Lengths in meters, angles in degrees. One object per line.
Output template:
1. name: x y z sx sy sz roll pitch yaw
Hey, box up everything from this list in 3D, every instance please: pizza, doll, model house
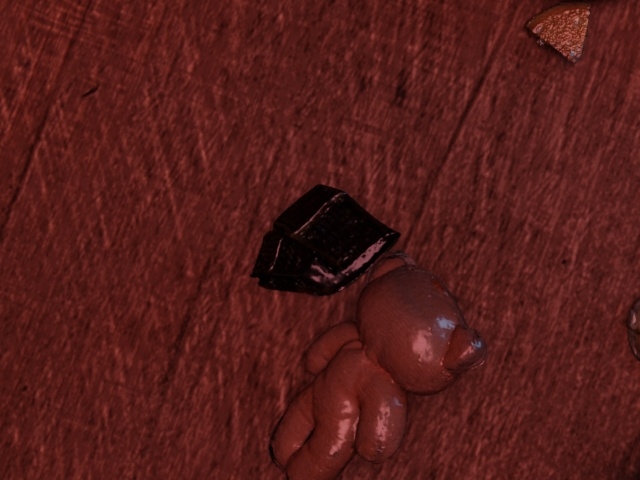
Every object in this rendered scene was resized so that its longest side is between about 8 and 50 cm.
1. pizza: 0.290 -0.245 1.633 0.083 0.025 0.078 -15 81 10
2. doll: 0.068 0.172 1.579 0.303 0.156 0.201 -53 44 19
3. model house: -0.005 0.005 1.577 0.165 0.152 0.106 -45 78 -1

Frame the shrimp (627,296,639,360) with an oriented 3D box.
1. shrimp: 0.428 0.129 1.600 0.161 0.034 0.091 44 102 12
